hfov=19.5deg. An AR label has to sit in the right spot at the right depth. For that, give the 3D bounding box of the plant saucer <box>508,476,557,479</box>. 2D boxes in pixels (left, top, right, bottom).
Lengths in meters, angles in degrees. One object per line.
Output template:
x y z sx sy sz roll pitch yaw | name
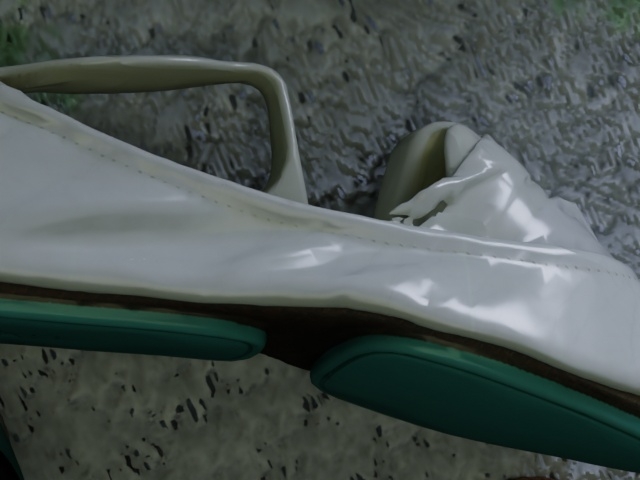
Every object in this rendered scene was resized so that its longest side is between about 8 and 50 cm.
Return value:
0.094 0.148 0.838 0.083 0.013 0.083 -2 102 -12 | plant saucer

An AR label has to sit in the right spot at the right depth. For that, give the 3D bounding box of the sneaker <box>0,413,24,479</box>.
-0.136 0.193 0.740 0.108 0.121 0.302 -19 105 -8 | sneaker

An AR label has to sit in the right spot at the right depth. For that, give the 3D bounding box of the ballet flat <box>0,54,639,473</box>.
0.000 0.000 0.739 0.400 0.139 0.139 12 98 -14 | ballet flat
